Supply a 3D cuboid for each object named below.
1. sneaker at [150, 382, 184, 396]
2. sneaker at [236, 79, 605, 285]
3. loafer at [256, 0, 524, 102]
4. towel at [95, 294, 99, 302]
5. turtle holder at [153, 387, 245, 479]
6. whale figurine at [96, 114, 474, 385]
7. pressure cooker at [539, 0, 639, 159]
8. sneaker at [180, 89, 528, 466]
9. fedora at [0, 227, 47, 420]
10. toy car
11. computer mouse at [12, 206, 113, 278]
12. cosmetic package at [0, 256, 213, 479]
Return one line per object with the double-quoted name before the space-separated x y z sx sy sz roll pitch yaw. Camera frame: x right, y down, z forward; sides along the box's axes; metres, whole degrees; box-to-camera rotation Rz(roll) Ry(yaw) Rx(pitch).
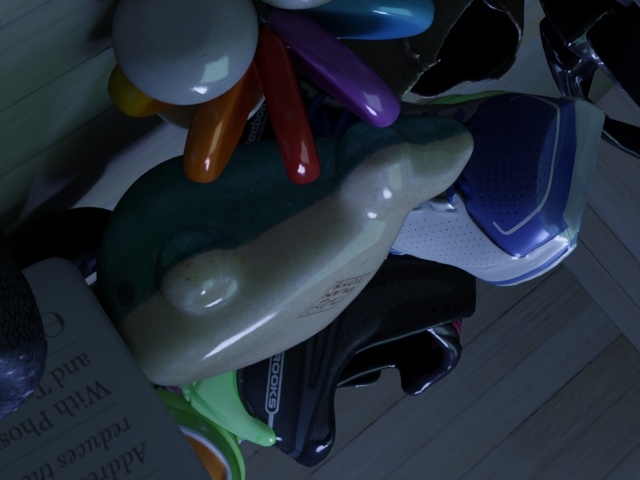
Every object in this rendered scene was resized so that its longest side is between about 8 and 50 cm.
"sneaker" -0.128 0.164 2.391 0.162 0.106 0.281 -47 171 28
"sneaker" 0.037 -0.050 1.287 0.315 0.182 0.127 0 -104 57
"loafer" 0.075 -0.152 1.217 0.134 0.130 0.366 -44 173 34
"towel" -0.247 0.109 1.608 0.199 0.031 0.275 -45 174 24
"turtle holder" -0.233 0.319 2.049 0.320 0.243 0.227 -29 -146 25
"whale figurine" -0.033 -0.017 1.153 0.272 0.141 0.216 -38 164 36
"pressure cooker" 0.423 -0.230 1.678 0.420 0.370 0.375 -42 -176 24
"sneaker" 0.070 0.035 1.729 0.483 0.202 0.185 -45 173 -28
"fedora" -0.215 0.040 0.736 0.334 0.152 0.334 -39 174 -5
"toy car" -0.018 -0.104 0.966 0.182 0.136 0.159 -40 174 0
"computer mouse" -0.237 0.043 1.207 0.242 0.041 0.071 -31 171 -18
"cosmetic package" -0.224 0.290 1.165 0.329 0.394 0.327 -29 170 -27
